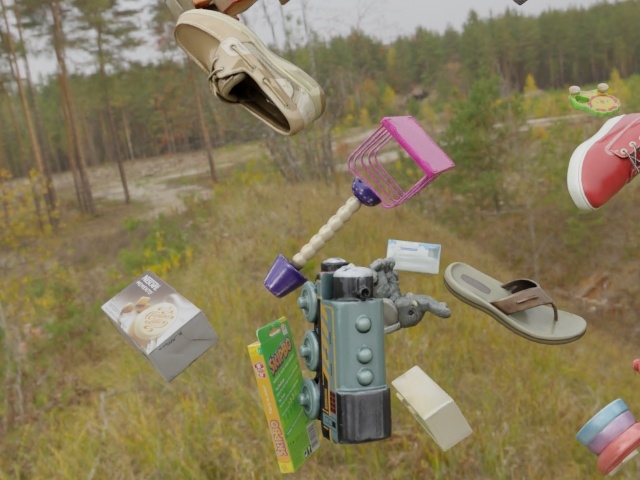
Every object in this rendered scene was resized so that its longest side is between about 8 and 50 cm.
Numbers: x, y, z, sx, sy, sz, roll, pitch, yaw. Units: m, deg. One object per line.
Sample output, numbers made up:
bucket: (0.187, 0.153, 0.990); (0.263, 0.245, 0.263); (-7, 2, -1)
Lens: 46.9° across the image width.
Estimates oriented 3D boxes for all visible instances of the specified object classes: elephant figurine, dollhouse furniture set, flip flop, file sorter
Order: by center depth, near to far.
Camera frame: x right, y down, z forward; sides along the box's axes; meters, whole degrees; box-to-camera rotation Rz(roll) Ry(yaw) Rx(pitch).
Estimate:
flip flop: (0.365, 0.105, 1.378); (0.277, 0.080, 0.112); (29, 34, 16)
dollhouse furniture set: (-0.194, -0.502, 1.625); (0.262, 0.135, 0.259); (-28, 11, -23)
elephant figurine: (0.196, 0.176, 1.954); (0.169, 0.239, 0.186); (-30, -22, -22)
file sorter: (0.226, -0.220, 2.108); (0.182, 0.202, 0.291); (-43, -7, 22)

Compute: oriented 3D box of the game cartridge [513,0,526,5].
game cartridge: (0.532, -0.669, 1.566); (0.230, 0.068, 0.355); (-39, 19, 57)

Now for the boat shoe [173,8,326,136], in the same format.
boat shoe: (-0.153, -0.315, 1.373); (0.341, 0.121, 0.110); (34, 55, 15)

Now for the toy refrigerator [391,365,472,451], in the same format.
toy refrigerator: (0.269, 0.416, 1.844); (0.094, 0.102, 0.269); (-33, 13, -4)

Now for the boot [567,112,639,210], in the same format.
boot: (0.500, -0.140, 1.139); (0.176, 0.088, 0.244); (-11, 28, 52)

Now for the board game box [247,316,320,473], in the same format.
board game box: (-0.066, 0.277, 1.346); (0.039, 0.259, 0.124); (-11, 3, 24)

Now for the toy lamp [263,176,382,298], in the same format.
toy lamp: (0.000, 0.000, 1.423); (0.275, 0.080, 0.080); (-44, 14, 2)

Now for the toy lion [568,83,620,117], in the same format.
toy lion: (0.611, -0.307, 1.643); (0.100, 0.034, 0.096); (-3, 47, 7)

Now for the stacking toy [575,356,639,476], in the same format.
stacking toy: (0.692, 0.376, 1.636); (0.309, 0.279, 0.130); (-38, 59, -4)

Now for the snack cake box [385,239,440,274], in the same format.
snack cake box: (0.274, 0.059, 2.225); (0.152, 0.089, 0.264); (5, -5, 4)

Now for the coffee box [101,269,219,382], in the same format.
coffee box: (-0.349, 0.179, 1.590); (0.141, 0.098, 0.247); (-39, 39, -19)

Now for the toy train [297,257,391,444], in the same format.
toy train: (0.047, 0.197, 1.290); (0.142, 0.333, 0.190); (-1, 0, -21)
